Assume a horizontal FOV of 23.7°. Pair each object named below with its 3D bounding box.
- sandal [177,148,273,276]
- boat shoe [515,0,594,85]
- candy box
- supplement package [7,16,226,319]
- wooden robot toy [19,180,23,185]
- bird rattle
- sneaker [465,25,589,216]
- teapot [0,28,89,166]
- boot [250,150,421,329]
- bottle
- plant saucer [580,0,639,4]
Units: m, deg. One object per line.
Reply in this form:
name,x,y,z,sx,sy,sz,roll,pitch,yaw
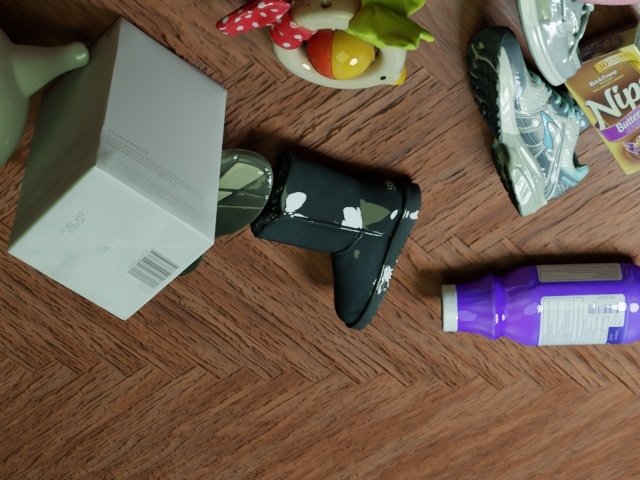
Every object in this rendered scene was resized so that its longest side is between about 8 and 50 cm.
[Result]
sandal,-0.169,-0.048,2.019,0.120,0.086,0.303,23,144,-23
boat shoe,0.269,-0.320,1.742,0.103,0.118,0.320,-9,125,11
candy box,0.386,-0.174,1.890,0.109,0.053,0.186,-18,124,35
supplement package,-0.236,-0.090,1.830,0.175,0.293,0.177,33,125,-27
wooden robot toy,-0.300,-0.087,1.989,0.173,0.076,0.079,12,121,-11
bird rattle,0.010,-0.241,1.812,0.253,0.143,0.207,-6,149,9
sneaker,0.265,-0.165,1.910,0.122,0.110,0.283,-24,133,-3
teapot,-0.454,-0.178,1.835,0.256,0.187,0.252,31,110,7
boot,0.000,0.000,2.046,0.207,0.094,0.246,12,125,-15
bottle,0.311,0.091,2.133,0.283,0.092,0.118,-2,132,2
plant saucer,0.315,-0.409,1.573,0.332,0.084,0.332,0,102,-2
